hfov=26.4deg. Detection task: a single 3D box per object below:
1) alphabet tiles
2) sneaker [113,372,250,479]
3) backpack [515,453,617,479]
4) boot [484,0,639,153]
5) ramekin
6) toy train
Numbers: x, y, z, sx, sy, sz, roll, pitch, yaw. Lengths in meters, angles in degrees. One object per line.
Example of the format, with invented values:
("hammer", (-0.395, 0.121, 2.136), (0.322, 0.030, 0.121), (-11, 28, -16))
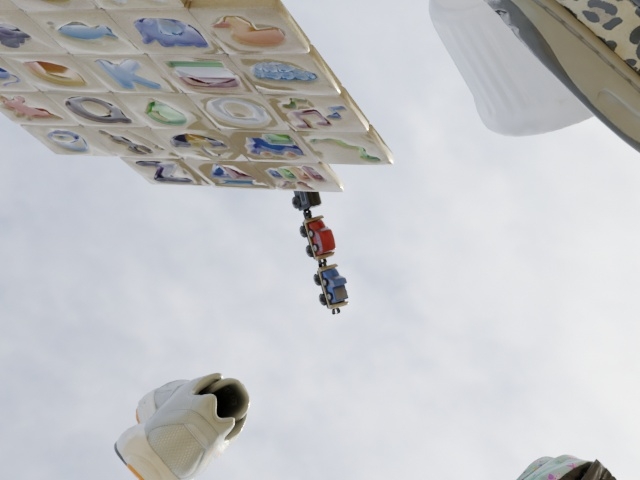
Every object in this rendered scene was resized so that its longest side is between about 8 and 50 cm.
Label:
("alphabet tiles", (-0.117, -0.104, 0.926), (0.342, 0.285, 0.011), (45, -128, -61))
("sneaker", (-0.117, 0.178, 1.358), (0.121, 0.262, 0.099), (-38, -84, 4))
("backpack", (0.280, 0.337, 1.654), (0.182, 0.115, 0.152), (-40, -68, -24))
("boot", (0.114, -0.156, 0.470), (0.236, 0.178, 0.085), (42, -155, -20))
("ramekin", (0.234, -0.235, 1.274), (0.135, 0.277, 0.277), (51, -131, -22))
("toy train", (0.000, 0.000, 1.432), (0.027, 0.036, 0.158), (-14, -93, -38))
